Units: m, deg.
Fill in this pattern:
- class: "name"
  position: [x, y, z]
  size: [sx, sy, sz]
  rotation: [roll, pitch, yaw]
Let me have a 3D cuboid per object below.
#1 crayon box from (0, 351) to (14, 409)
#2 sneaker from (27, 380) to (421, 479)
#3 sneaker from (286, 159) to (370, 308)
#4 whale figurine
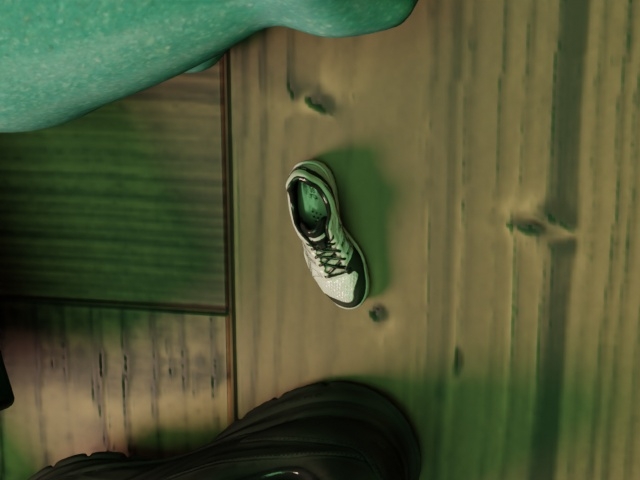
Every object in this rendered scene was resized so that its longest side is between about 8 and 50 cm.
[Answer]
- class: "crayon box"
  position: [-0.308, -0.036, 0.605]
  size: [0.203, 0.083, 0.323]
  rotation: [-17, 86, -3]
- class: "sneaker"
  position: [-0.087, 0.160, 0.595]
  size: [0.286, 0.130, 0.109]
  rotation: [-27, 95, 8]
- class: "sneaker"
  position: [0.000, 0.000, 0.607]
  size: [0.032, 0.037, 0.083]
  rotation: [-20, 97, 15]
- class: "whale figurine"
  position: [-0.099, -0.114, 0.516]
  size: [0.272, 0.216, 0.141]
  rotation: [11, 76, 22]
